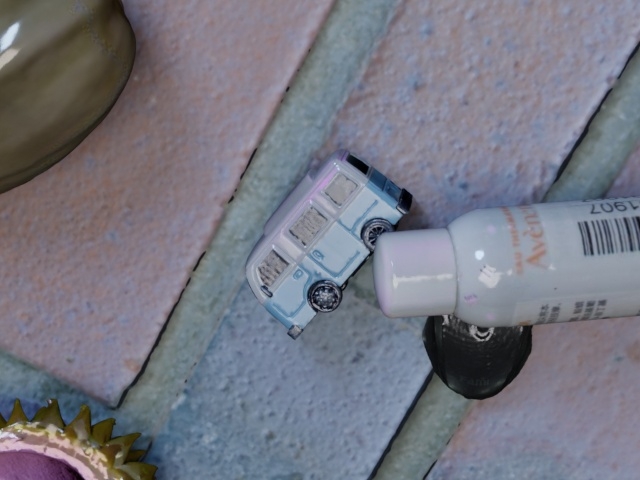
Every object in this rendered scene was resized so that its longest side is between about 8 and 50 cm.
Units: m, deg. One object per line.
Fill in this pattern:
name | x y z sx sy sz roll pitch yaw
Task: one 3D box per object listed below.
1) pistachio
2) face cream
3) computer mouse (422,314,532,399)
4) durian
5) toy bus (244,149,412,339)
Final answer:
pistachio | -0.219 -0.103 0.862 0.238 0.153 0.137 -26 94 39
face cream | 0.168 0.013 0.862 0.269 0.082 0.081 -4 107 -6
computer mouse | 0.114 0.052 0.923 0.079 0.047 0.135 8 106 2
durian | -0.280 0.220 0.985 0.341 0.112 0.191 -37 91 6
toy bus | 0.000 0.000 0.911 0.075 0.060 0.123 40 105 -4
